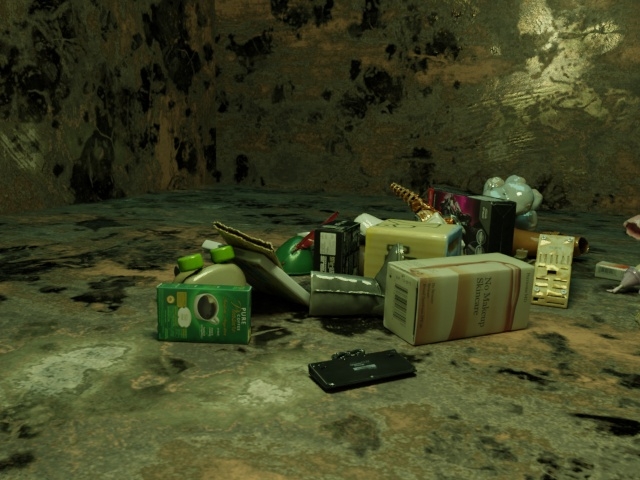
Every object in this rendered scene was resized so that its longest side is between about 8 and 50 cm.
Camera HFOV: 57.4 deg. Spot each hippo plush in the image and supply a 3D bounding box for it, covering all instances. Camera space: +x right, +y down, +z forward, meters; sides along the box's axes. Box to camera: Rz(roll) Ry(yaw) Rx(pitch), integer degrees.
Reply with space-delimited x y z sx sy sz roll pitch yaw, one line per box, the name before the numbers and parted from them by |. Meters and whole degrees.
hippo plush | 0.627 -0.147 2.049 0.294 0.234 0.236 -11 -20 16

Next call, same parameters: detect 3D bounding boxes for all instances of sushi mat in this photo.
sushi mat | -0.145 0.049 1.360 0.151 0.019 0.316 22 -18 15

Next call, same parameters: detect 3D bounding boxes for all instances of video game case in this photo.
video game case | -0.140 0.079 1.367 0.206 0.026 0.227 12 -24 42

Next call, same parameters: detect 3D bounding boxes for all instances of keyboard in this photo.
keyboard | 0.068 0.223 1.029 0.180 0.023 0.108 -3 19 -26

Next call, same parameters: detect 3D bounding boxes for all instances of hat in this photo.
hat | -0.076 -0.005 1.726 0.208 0.183 0.173 -3 12 -22

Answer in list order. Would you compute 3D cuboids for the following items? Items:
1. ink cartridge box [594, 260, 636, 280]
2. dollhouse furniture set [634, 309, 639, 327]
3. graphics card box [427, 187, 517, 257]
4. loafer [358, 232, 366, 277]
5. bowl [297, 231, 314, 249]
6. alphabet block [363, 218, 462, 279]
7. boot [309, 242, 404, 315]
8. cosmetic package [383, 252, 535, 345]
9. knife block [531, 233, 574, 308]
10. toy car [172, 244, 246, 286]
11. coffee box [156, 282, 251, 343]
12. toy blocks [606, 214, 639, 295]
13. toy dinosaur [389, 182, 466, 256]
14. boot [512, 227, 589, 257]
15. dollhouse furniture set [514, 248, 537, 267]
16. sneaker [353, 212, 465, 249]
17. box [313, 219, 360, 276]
ink cartridge box | 0.929 0.088 1.759 0.145 0.045 0.179 12 18 40
dollhouse furniture set | 0.737 0.171 1.265 0.058 0.076 0.152 18 17 13
graphics card box | 0.448 -0.030 1.803 0.094 0.233 0.371 -1 12 -19
loafer | 0.108 0.022 1.745 0.130 0.134 0.366 1 11 1
bowl | 0.000 0.000 1.834 0.142 0.053 0.142 -1 4 7
alphabet block | 0.228 0.057 1.435 0.197 0.193 0.192 6 10 24
boot | 0.081 0.087 1.320 0.208 0.189 0.076 7 -4 8
cosmetic package | 0.296 0.119 1.252 0.296 0.153 0.129 -5 15 -24
knife block | 0.630 0.105 1.583 0.088 0.242 0.275 5 57 24
toy car | -0.266 0.104 1.285 0.149 0.155 0.188 -17 5 -37
coffee box | -0.229 0.144 1.158 0.184 0.113 0.040 1 8 3
toy blocks | 0.924 0.082 1.482 0.260 0.309 0.288 -34 6 -9
toy dinosaur | 0.307 -0.028 1.750 0.164 0.218 0.322 27 33 -47
boot | 0.737 0.018 1.932 0.220 0.109 0.283 6 -1 43
dollhouse furniture set | 0.608 0.029 1.798 0.151 0.123 0.144 10 14 35
sneaker | 0.250 -0.027 1.605 0.292 0.169 0.108 33 22 -3
box | 0.043 0.047 1.491 0.077 0.180 0.147 6 12 21
